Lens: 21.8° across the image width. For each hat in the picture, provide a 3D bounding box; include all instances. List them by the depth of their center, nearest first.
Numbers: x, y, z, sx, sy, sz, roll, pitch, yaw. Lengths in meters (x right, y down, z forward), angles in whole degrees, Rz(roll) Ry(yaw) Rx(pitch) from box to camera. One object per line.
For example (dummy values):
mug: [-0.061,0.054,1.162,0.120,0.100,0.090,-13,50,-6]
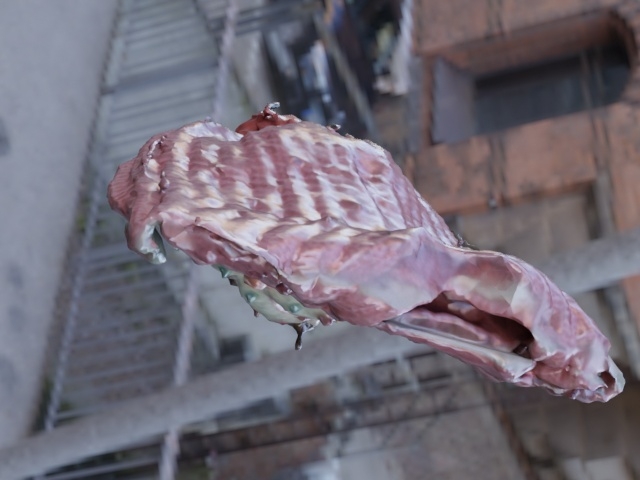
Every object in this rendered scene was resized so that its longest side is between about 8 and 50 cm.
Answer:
hat: [0.000,0.000,0.826,0.107,0.237,0.286,-64,-160,11]
